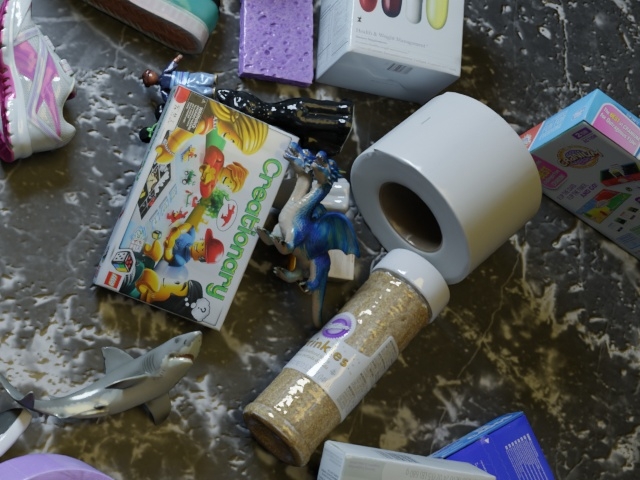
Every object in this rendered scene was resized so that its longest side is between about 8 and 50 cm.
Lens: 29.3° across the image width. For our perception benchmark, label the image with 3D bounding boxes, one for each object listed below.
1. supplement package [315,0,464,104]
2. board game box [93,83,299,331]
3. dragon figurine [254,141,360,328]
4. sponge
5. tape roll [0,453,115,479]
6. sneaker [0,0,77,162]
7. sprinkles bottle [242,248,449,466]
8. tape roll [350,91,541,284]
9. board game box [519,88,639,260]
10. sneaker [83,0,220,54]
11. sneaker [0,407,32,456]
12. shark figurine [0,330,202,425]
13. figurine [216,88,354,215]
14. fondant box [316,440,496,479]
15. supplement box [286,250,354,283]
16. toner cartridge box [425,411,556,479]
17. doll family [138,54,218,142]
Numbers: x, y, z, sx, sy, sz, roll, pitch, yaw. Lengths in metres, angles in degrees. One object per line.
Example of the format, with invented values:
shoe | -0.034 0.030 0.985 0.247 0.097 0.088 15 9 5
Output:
supplement package | 0.111 -0.349 1.948 0.194 0.149 0.203 9 75 -20
board game box | -0.177 -0.045 1.754 0.193 0.053 0.305 22 89 -18
dragon figurine | 0.000 0.000 1.775 0.144 0.085 0.289 -37 121 -19
sponge | -0.070 -0.350 1.939 0.117 0.031 0.210 5 76 -21
tape roll | -0.351 0.414 1.551 0.275 0.090 0.274 -4 96 -33
sneaker | -0.407 -0.235 1.742 0.111 0.103 0.252 -3 84 -27
sprinkles bottle | 0.043 0.169 1.806 0.121 0.121 0.355 47 65 -6
tape roll | 0.189 -0.078 1.860 0.169 0.246 0.246 -38 93 -26
board game box | 0.492 -0.095 1.990 0.316 0.242 0.064 33 66 -12
sneaker | -0.285 -0.403 1.829 0.302 0.108 0.121 31 66 -21
sneaker | -0.521 0.261 1.559 0.296 0.104 0.147 -32 95 -21
shark figurine | -0.305 0.188 1.680 0.278 0.166 0.116 -13 51 -19
figurine | -0.064 -0.123 1.864 0.209 0.092 0.214 7 75 -12
fondant box | 0.095 0.466 1.723 0.238 0.096 0.330 12 90 -19
supplement box | 0.001 0.027 1.870 0.098 0.036 0.062 10 75 -19
toner cartridge box | 0.305 0.454 1.868 0.165 0.075 0.347 -23 87 -26
doll family | -0.215 -0.178 1.812 0.111 0.076 0.193 6 66 3
